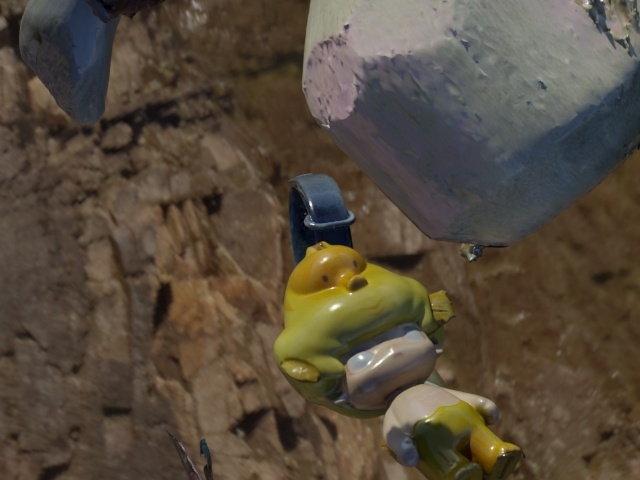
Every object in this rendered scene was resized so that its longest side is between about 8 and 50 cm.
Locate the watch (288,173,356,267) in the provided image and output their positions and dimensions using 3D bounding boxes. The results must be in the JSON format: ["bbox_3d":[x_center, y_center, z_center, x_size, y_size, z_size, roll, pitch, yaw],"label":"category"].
[{"bbox_3d":[0.000,0.000,1.781,0.068,0.206,0.193,-9,88,-11],"label":"watch"}]

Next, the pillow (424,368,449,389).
[{"bbox_3d":[0.145,0.217,1.297,0.033,0.130,0.217,-24,116,18],"label":"pillow"}]

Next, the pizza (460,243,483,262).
[{"bbox_3d":[0.222,-0.071,1.643,0.052,0.195,0.185,24,74,7],"label":"pizza"}]

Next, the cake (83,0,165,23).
[{"bbox_3d":[-0.095,-0.198,0.698,0.116,0.295,0.113,40,116,-6],"label":"cake"}]

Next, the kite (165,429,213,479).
[{"bbox_3d":[-0.065,0.166,0.801,0.011,0.157,0.139,-26,55,-19],"label":"kite"}]

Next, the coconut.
[{"bbox_3d":[0.074,-0.096,0.637,0.171,0.171,0.183,-41,92,-7],"label":"coconut"}]

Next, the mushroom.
[{"bbox_3d":[-0.288,-0.312,1.678,0.159,0.329,0.122,35,39,0],"label":"mushroom"}]

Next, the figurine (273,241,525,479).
[{"bbox_3d":[0.054,0.101,1.012,0.156,0.131,0.246,-20,49,-22],"label":"figurine"}]
